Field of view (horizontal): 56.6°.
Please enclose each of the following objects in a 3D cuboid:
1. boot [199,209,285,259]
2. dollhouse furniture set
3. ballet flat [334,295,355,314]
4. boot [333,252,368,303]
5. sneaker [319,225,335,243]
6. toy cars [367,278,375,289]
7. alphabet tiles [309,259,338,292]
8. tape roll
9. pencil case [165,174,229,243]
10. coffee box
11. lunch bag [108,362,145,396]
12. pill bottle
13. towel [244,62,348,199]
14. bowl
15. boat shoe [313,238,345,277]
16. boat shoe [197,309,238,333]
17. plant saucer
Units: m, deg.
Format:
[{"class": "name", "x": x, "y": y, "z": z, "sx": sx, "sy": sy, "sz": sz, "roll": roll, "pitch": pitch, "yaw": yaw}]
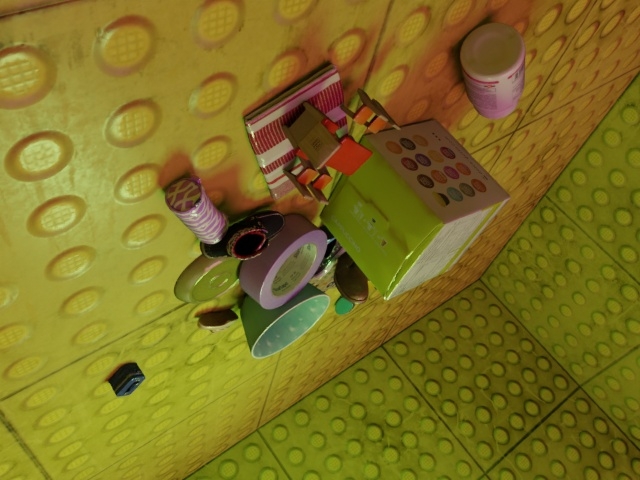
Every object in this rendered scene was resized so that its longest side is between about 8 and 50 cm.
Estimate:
[{"class": "boot", "x": -0.154, "y": -0.011, "z": 1.433, "sx": 0.236, "sy": 0.085, "sz": 0.178, "roll": -23, "pitch": -166, "yaw": -30}, {"class": "dollhouse furniture set", "x": 0.037, "y": -0.200, "z": 1.327, "sx": 0.262, "sy": 0.135, "sz": 0.259, "roll": -45, "pitch": 155, "yaw": 17}, {"class": "ballet flat", "x": 0.131, "y": 0.236, "z": 2.534, "sx": 0.079, "sy": 0.076, "sz": 0.222, "roll": -47, "pitch": 168, "yaw": -44}, {"class": "boot", "x": 0.109, "y": 0.072, "z": 1.935, "sx": 0.112, "sy": 0.306, "sz": 0.115, "roll": 11, "pitch": 131, "yaw": -13}, {"class": "sneaker", "x": 0.000, "y": 0.000, "z": 1.873, "sx": 0.144, "sy": 0.053, "sz": 0.059, "roll": -31, "pitch": 158, "yaw": -1}, {"class": "toy cars", "x": 0.149, "y": 0.118, "z": 2.245, "sx": 0.176, "sy": 0.087, "sz": 0.394, "roll": -1, "pitch": 160, "yaw": 7}, {"class": "alphabet tiles", "x": 0.035, "y": 0.127, "z": 2.215, "sx": 0.285, "sy": 0.011, "sz": 0.342, "roll": -47, "pitch": 159, "yaw": 17}, {"class": "tape roll", "x": -0.103, "y": 0.061, "z": 1.697, "sx": 0.274, "sy": 0.090, "sz": 0.275, "roll": -42, "pitch": 156, "yaw": -24}, {"class": "pencil case", "x": -0.262, "y": -0.064, "z": 1.282, "sx": 0.088, "sy": 0.086, "sz": 0.206, "roll": -60, "pitch": 164, "yaw": -15}, {"class": "coffee box", "x": 0.263, "y": -0.095, "z": 1.725, "sx": 0.334, "sy": 0.338, "sz": 0.338, "roll": -19, "pitch": 151, "yaw": -40}, {"class": "lunch bag", "x": -0.559, "y": 0.407, "z": 1.730, "sx": 0.098, "sy": 0.065, "sz": 0.067, "roll": -46, "pitch": 158, "yaw": 16}, {"class": "pill bottle", "x": 0.472, "y": -0.449, "z": 1.619, "sx": 0.160, "sy": 0.160, "sz": 0.283, "roll": -42, "pitch": 158, "yaw": 5}, {"class": "towel", "x": -0.045, "y": -0.238, "z": 1.359, "sx": 0.237, "sy": 0.037, "sz": 0.329, "roll": -34, "pitch": 156, "yaw": -8}, {"class": "bowl", "x": -0.137, "y": 0.220, "z": 1.923, "sx": 0.311, "sy": 0.163, "sz": 0.312, "roll": -34, "pitch": 159, "yaw": -15}, {"class": "boat shoe", "x": 0.017, "y": 0.042, "z": 1.957, "sx": 0.076, "sy": 0.080, "sz": 0.228, "roll": 16, "pitch": 138, "yaw": -31}, {"class": "boat shoe", "x": -0.321, "y": 0.258, "z": 1.832, "sx": 0.059, "sy": 0.063, "sz": 0.170, "roll": -55, "pitch": 156, "yaw": 20}, {"class": "plant saucer", "x": -0.283, "y": 0.097, "z": 1.617, "sx": 0.240, "sy": 0.037, "sz": 0.241, "roll": -33, "pitch": 157, "yaw": -16}]
